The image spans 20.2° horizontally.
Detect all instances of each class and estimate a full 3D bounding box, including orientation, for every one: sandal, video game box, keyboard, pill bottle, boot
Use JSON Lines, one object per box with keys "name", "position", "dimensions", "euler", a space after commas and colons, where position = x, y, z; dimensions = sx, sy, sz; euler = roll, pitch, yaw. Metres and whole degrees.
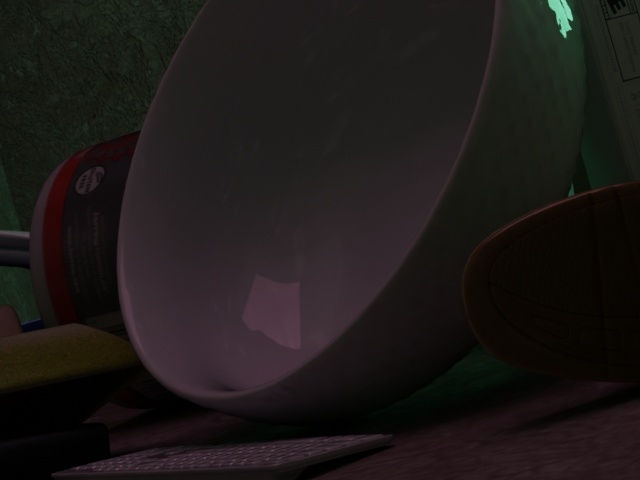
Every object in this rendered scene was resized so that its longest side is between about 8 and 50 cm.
{"name": "sandal", "position": [-0.214, 0.145, 1.041], "dimensions": [0.097, 0.054, 0.254], "euler": [-5, -2, 38]}
{"name": "video game box", "position": [0.241, -0.071, 1.093], "dimensions": [0.187, 0.205, 0.048], "euler": [-16, 0, -28]}
{"name": "keyboard", "position": [-0.061, 0.118, 0.964], "dimensions": [0.072, 0.014, 0.256], "euler": [-17, 2, -33]}
{"name": "pill bottle", "position": [-0.013, -0.008, 1.306], "dimensions": [0.363, 0.210, 0.210], "euler": [-15, 2, 28]}
{"name": "boot", "position": [0.174, 0.010, 0.921], "dimensions": [0.262, 0.095, 0.203], "euler": [-14, 2, -13]}

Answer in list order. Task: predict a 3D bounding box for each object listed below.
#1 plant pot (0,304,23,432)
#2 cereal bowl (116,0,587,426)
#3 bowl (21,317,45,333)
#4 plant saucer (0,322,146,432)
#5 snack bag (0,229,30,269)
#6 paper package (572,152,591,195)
{"name": "plant pot", "position": [-0.250, 0.118, 1.291], "dimensions": [0.109, 0.109, 0.096], "euler": [-16, 13, -21]}
{"name": "cereal bowl", "position": [0.032, -0.044, 1.060], "dimensions": [0.141, 0.339, 0.339], "euler": [27, -26, -34]}
{"name": "bowl", "position": [-0.305, 0.129, 1.779], "dimensions": [0.391, 0.077, 0.391], "euler": [-16, 2, 1]}
{"name": "plant saucer", "position": [-0.229, 0.108, 1.143], "dimensions": [0.188, 0.045, 0.188], "euler": [-10, -19, -39]}
{"name": "snack bag", "position": [-0.179, 0.019, 1.811], "dimensions": [0.323, 0.037, 0.342], "euler": [3, -3, 15]}
{"name": "paper package", "position": [0.274, -0.158, 1.426], "dimensions": [0.309, 0.168, 0.325], "euler": [-23, -35, -6]}
